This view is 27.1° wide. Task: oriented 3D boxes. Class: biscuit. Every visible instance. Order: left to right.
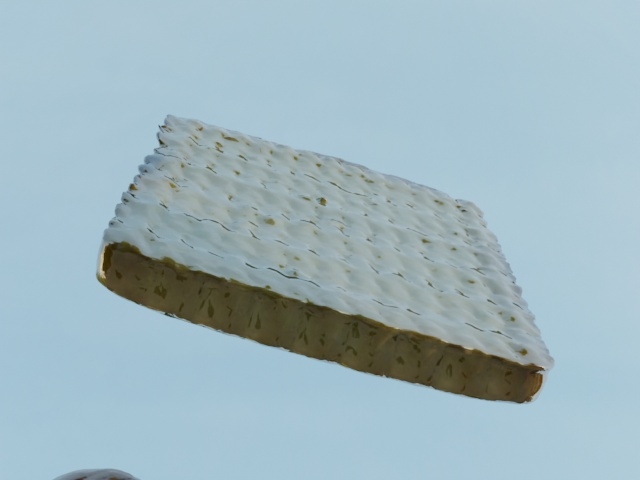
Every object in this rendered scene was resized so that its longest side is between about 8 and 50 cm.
[{"bbox_3d":[0.000,0.000,0.578,0.172,0.254,0.029,16,-74,-4],"label":"biscuit"}]

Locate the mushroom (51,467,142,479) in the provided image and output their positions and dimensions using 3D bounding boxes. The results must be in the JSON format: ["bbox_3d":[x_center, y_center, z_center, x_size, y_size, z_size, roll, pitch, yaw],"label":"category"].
[{"bbox_3d":[-0.113,0.167,0.748,0.088,0.129,0.073,40,-68,29],"label":"mushroom"}]
